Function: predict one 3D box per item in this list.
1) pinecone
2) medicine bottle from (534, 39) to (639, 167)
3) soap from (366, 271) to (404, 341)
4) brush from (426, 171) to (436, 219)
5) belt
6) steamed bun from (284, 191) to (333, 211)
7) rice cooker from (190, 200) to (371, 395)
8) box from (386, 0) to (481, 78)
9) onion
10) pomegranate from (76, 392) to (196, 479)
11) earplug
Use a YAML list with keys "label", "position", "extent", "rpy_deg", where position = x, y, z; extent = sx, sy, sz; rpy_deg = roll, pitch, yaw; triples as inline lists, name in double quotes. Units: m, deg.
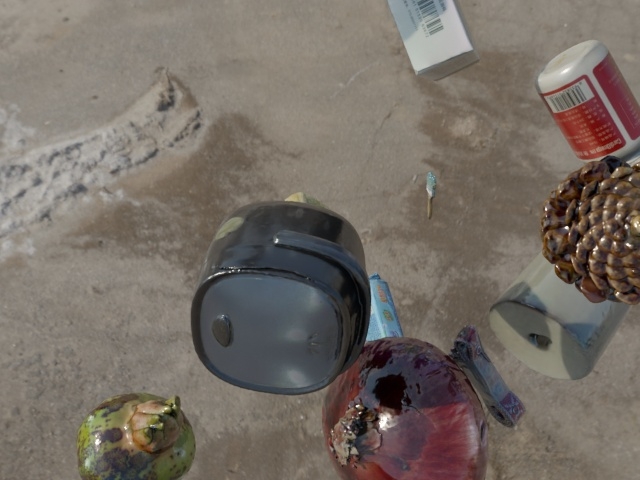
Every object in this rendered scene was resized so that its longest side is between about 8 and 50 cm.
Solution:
- label: "pinecone"
  position: [0.507, -0.024, 0.895]
  extent: [0.264, 0.264, 0.264]
  rpy_deg: [-1, 57, 1]
- label: "medicine bottle"
  position: [0.513, -0.234, 0.958]
  extent: [0.131, 0.131, 0.250]
  rpy_deg: [-46, 107, -24]
- label: "soap"
  position: [0.158, 0.242, 1.534]
  extent: [0.077, 0.156, 0.293]
  rpy_deg: [9, 51, -32]
- label: "brush"
  position: [0.400, -0.153, 1.867]
  extent: [0.021, 0.196, 0.070]
  rpy_deg: [-11, 40, -3]
- label: "belt"
  position: [0.317, 0.265, 0.996]
  extent: [0.053, 0.071, 0.232]
  rpy_deg: [-40, 106, -22]
- label: "steamed bun"
  position: [0.000, 0.000, 1.033]
  extent: [0.155, 0.140, 0.172]
  rpy_deg: [12, 35, -25]
- label: "rice cooker"
  position: [-0.051, 0.074, 0.754]
  extent: [0.267, 0.267, 0.224]
  rpy_deg: [5, 28, 5]
- label: "box"
  position: [0.210, -0.412, 0.956]
  extent: [0.106, 0.299, 0.200]
  rpy_deg: [-20, 97, 24]
- label: "onion"
  position: [0.119, 0.346, 0.940]
  extent: [0.286, 0.347, 0.347]
  rpy_deg: [8, 46, -43]
- label: "pomegranate"
  position: [-0.350, 0.377, 1.016]
  extent: [0.222, 0.276, 0.204]
  rpy_deg: [6, 24, -37]
- label: "earplug"
  position: [0.742, 0.169, 1.544]
  extent: [0.313, 0.312, 0.394]
  rpy_deg: [37, 66, 22]
